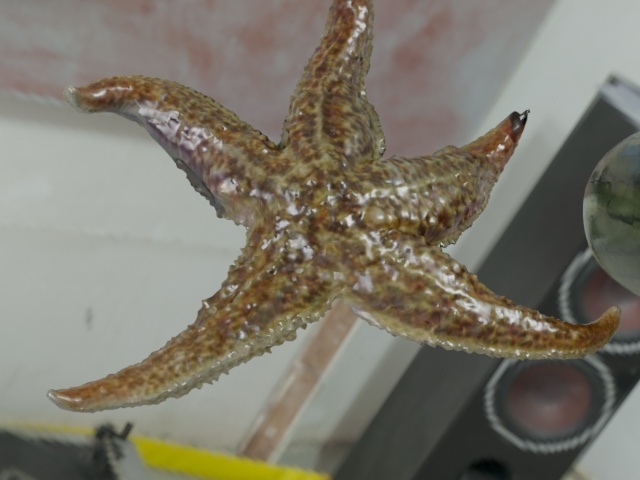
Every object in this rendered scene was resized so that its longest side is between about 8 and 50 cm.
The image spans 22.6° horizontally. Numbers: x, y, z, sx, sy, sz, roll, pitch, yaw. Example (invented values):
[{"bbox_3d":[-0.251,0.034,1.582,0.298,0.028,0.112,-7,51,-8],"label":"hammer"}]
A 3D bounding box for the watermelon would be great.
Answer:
[{"bbox_3d":[0.145,-0.009,0.619,0.078,0.078,0.111,20,0,-24],"label":"watermelon"}]

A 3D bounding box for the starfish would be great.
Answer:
[{"bbox_3d":[0.002,-0.005,0.596,0.213,0.057,0.238,39,54,11],"label":"starfish"}]
